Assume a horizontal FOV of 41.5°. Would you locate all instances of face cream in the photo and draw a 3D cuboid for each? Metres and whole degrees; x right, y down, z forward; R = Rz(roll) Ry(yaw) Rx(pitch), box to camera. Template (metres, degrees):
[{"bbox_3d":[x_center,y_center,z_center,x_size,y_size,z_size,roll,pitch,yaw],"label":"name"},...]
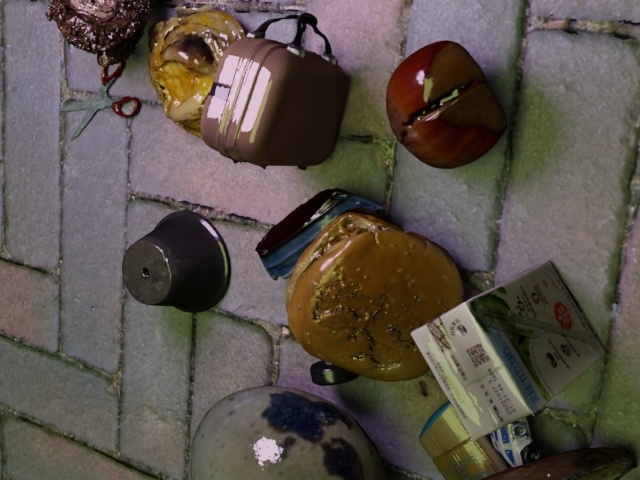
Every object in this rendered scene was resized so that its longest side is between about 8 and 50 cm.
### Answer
[{"bbox_3d":[0.293,0.438,1.573,0.285,0.067,0.139,55,131,10],"label":"face cream"}]

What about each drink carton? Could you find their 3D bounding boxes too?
[{"bbox_3d":[0.311,0.169,1.365,0.132,0.325,0.194,-38,77,35],"label":"drink carton"}]

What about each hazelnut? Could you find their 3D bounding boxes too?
[{"bbox_3d":[0.204,-0.223,1.441,0.181,0.181,0.212,-31,93,12],"label":"hazelnut"}]

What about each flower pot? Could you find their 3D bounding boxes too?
[{"bbox_3d":[-0.334,0.058,1.844,0.235,0.148,0.235,6,101,31],"label":"flower pot"}]

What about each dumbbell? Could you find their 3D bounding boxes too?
[{"bbox_3d":[0.016,0.185,1.679,0.100,0.100,0.191,-7,94,32],"label":"dumbbell"}]

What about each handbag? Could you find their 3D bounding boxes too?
[{"bbox_3d":[-0.067,-0.274,1.531,0.149,0.302,0.283,25,106,24],"label":"handbag"}]

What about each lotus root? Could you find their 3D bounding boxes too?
[{"bbox_3d":[0.377,0.414,1.446,0.329,0.167,0.078,-22,57,1],"label":"lotus root"}]

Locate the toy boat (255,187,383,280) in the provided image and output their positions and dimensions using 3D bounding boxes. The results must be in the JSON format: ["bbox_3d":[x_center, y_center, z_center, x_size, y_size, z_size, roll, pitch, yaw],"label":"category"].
[{"bbox_3d":[0.000,0.000,1.648,0.142,0.129,0.309,41,127,-21],"label":"toy boat"}]

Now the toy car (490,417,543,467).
[{"bbox_3d":[0.342,0.338,1.506,0.070,0.080,0.170,-13,93,-5],"label":"toy car"}]

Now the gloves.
[{"bbox_3d":[-0.426,-0.490,1.720,0.210,0.312,0.135,44,148,-12],"label":"gloves"}]

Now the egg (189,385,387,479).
[{"bbox_3d":[-0.068,0.461,1.644,0.428,0.345,0.345,31,115,40],"label":"egg"}]

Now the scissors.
[{"bbox_3d":[-0.521,-0.318,1.964,0.248,0.017,0.144,-23,86,34],"label":"scissors"}]

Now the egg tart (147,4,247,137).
[{"bbox_3d":[-0.268,-0.349,1.743,0.297,0.132,0.297,10,108,35],"label":"egg tart"}]

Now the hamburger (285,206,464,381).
[{"bbox_3d":[0.097,0.103,1.525,0.305,0.174,0.284,22,109,-15],"label":"hamburger"}]

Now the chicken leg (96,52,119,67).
[{"bbox_3d":[-0.511,-0.569,1.853,0.158,0.096,0.406,-12,89,46],"label":"chicken leg"}]
